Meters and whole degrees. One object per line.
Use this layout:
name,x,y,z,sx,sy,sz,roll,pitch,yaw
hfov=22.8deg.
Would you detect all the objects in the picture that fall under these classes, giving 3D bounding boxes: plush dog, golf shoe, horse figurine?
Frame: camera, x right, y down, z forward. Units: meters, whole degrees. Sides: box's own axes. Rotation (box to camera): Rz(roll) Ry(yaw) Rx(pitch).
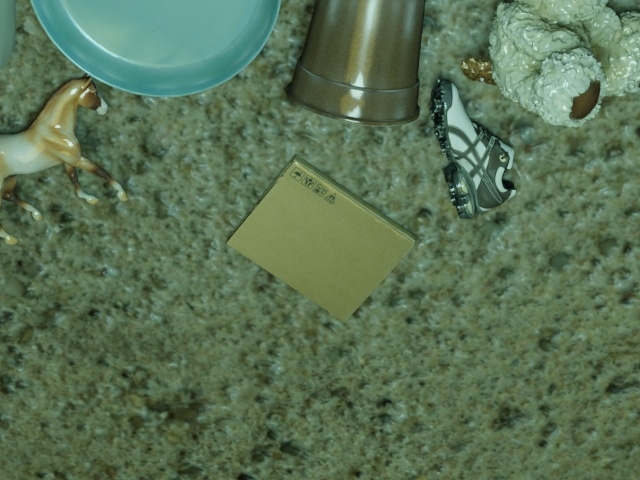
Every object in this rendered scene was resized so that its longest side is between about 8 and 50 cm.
plush dog,0.269,-0.275,1.843,0.210,0.262,0.225,17,116,30
golf shoe,0.194,-0.124,2.010,0.094,0.077,0.198,-16,125,3
horse figurine,-0.378,-0.096,2.086,0.263,0.066,0.174,-19,122,14

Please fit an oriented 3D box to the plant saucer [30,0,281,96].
plant saucer,-0.202,-0.328,1.945,0.317,0.044,0.317,2,121,4

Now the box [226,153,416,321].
box,0.000,0.000,2.126,0.201,0.021,0.164,34,118,-14

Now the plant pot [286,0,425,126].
plant pot,0.052,-0.242,1.906,0.167,0.167,0.165,10,114,0

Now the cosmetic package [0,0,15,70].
cosmetic package,-0.454,-0.360,1.914,0.160,0.113,0.309,7,122,2
